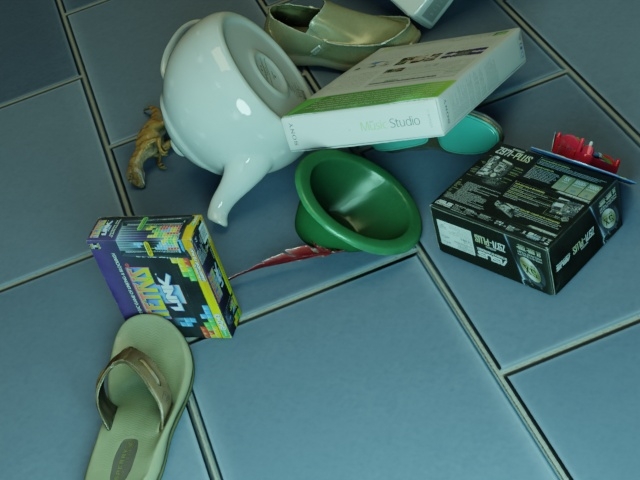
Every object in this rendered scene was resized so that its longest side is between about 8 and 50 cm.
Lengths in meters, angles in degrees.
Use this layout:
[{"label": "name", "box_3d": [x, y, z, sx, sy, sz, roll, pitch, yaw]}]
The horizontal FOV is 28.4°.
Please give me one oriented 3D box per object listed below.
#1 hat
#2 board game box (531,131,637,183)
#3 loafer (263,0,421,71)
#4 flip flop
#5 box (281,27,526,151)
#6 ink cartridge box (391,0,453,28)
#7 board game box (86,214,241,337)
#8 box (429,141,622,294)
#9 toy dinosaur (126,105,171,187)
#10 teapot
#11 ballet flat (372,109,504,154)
[{"label": "hat", "box_3d": [0.000, 0.000, 1.652, 0.208, 0.183, 0.173, 24, 39, -13]}, {"label": "board game box", "box_3d": [0.328, -0.106, 1.557, 0.133, 0.033, 0.168, 20, 5, 8]}, {"label": "loafer", "box_3d": [0.024, -0.325, 1.978, 0.268, 0.092, 0.102, 1, 42, 22]}, {"label": "flip flop", "box_3d": [-0.219, 0.184, 1.458, 0.112, 0.080, 0.277, -8, 41, 16]}, {"label": "box", "box_3d": [0.122, -0.209, 1.737, 0.232, 0.059, 0.322, -3, 21, 31]}, {"label": "ink cartridge box", "box_3d": [0.176, -0.531, 2.021, 0.296, 0.066, 0.261, -51, 55, 15]}, {"label": "board game box", "box_3d": [-0.189, 0.046, 1.544, 0.141, 0.170, 0.048, -2, 42, 19]}, {"label": "box", "box_3d": [0.251, -0.030, 1.547, 0.180, 0.078, 0.147, 22, 53, 39]}, {"label": "toy dinosaur", "box_3d": [-0.247, -0.167, 1.912, 0.112, 0.064, 0.211, -7, 39, 14]}, {"label": "teapot", "box_3d": [-0.139, -0.188, 1.789, 0.187, 0.252, 0.256, -35, 11, 23]}, {"label": "ballet flat", "box_3d": [0.165, -0.157, 1.743, 0.203, 0.074, 0.074, 1, 41, 30]}]
